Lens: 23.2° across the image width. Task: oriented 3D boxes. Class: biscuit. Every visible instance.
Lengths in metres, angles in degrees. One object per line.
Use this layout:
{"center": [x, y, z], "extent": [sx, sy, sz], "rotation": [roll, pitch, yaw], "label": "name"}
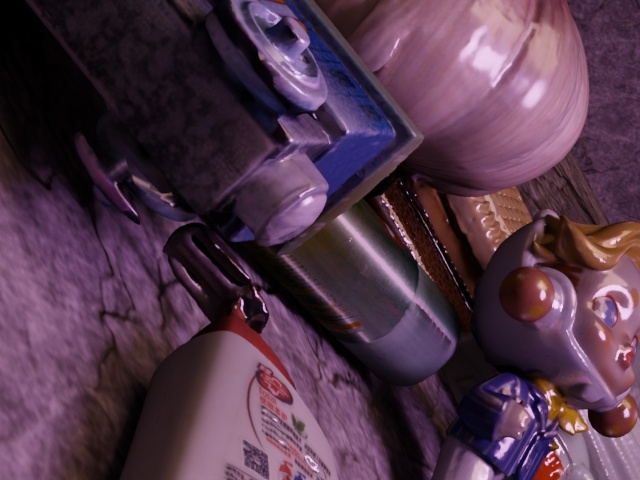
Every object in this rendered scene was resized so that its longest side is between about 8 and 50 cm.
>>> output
{"center": [0.159, -0.025, 1.576], "extent": [0.259, 0.079, 0.259], "rotation": [55, 18, -27], "label": "biscuit"}

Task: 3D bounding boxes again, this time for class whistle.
{"center": [0.164, 0.184, 1.222], "extent": [0.253, 0.102, 0.106], "rotation": [62, 19, -11], "label": "whistle"}

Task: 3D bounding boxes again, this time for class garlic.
{"center": [0.100, -0.170, 1.354], "extent": [0.322, 0.241, 0.322], "rotation": [45, 26, -30], "label": "garlic"}

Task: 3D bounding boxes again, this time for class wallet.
{"center": [0.113, 0.051, 1.389], "extent": [0.243, 0.039, 0.133], "rotation": [61, 15, -8], "label": "wallet"}

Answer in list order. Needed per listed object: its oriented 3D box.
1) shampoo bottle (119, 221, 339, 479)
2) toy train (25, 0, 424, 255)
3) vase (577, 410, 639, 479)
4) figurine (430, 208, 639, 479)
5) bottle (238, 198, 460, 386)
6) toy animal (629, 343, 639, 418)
{"center": [-0.046, 0.106, 0.762], "extent": [0.153, 0.071, 0.284], "rotation": [45, 20, -28], "label": "shampoo bottle"}
{"center": [-0.082, -0.125, 0.830], "extent": [0.299, 0.131, 0.202], "rotation": [53, 18, 10], "label": "toy train"}
{"center": [0.216, 0.169, 1.317], "extent": [0.128, 0.128, 0.248], "rotation": [-83, 152, -63], "label": "vase"}
{"center": [0.155, 0.109, 1.124], "extent": [0.194, 0.133, 0.274], "rotation": [18, 85, -49], "label": "figurine"}
{"center": [0.000, 0.000, 1.044], "extent": [0.286, 0.082, 0.082], "rotation": [47, 22, -44], "label": "bottle"}
{"center": [0.235, 0.080, 1.387], "extent": [0.108, 0.138, 0.236], "rotation": [-80, 164, -48], "label": "toy animal"}
